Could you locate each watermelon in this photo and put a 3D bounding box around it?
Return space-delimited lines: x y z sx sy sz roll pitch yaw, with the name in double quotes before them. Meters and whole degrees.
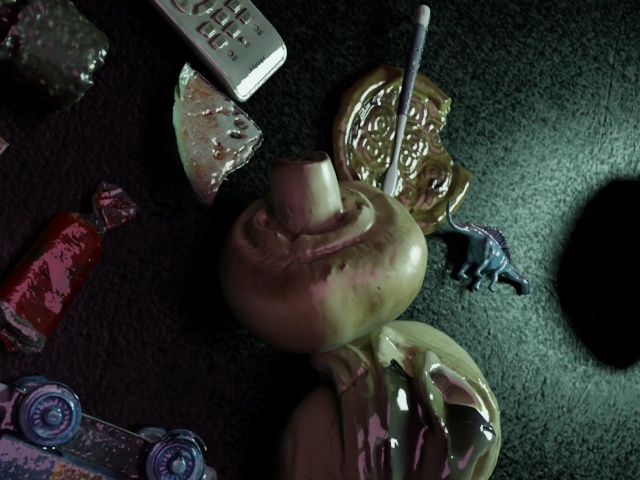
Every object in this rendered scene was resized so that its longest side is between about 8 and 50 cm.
"watermelon" -0.137 -0.122 1.805 0.139 0.071 0.187 4 73 -36

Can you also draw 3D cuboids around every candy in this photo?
"candy" -0.314 0.044 1.682 0.086 0.059 0.292 41 65 -17

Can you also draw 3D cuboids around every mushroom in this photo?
"mushroom" 0.000 0.000 1.757 0.260 0.254 0.234 -77 162 -55

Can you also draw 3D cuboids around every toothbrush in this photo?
"toothbrush" 0.111 -0.184 1.942 0.024 0.026 0.288 21 70 -25

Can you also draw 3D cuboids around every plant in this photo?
"plant" -0.347 -0.238 1.666 0.194 0.132 0.129 38 63 -25

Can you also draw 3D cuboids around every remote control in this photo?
"remote control" -0.175 -0.313 1.819 0.313 0.055 0.109 48 58 -10

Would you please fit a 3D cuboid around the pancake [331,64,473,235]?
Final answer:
"pancake" 0.107 -0.120 1.958 0.212 0.029 0.235 -21 92 -29

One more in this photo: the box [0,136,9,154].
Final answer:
"box" -0.410 -0.103 1.663 0.083 0.035 0.079 42 65 -17

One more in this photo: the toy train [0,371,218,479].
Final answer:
"toy train" -0.267 0.277 1.642 0.300 0.131 0.201 26 78 -23

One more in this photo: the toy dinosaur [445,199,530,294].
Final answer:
"toy dinosaur" 0.224 0.022 1.993 0.197 0.045 0.080 44 63 -28

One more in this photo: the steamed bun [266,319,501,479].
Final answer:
"steamed bun" 0.092 0.242 1.799 0.275 0.206 0.320 34 72 -23
